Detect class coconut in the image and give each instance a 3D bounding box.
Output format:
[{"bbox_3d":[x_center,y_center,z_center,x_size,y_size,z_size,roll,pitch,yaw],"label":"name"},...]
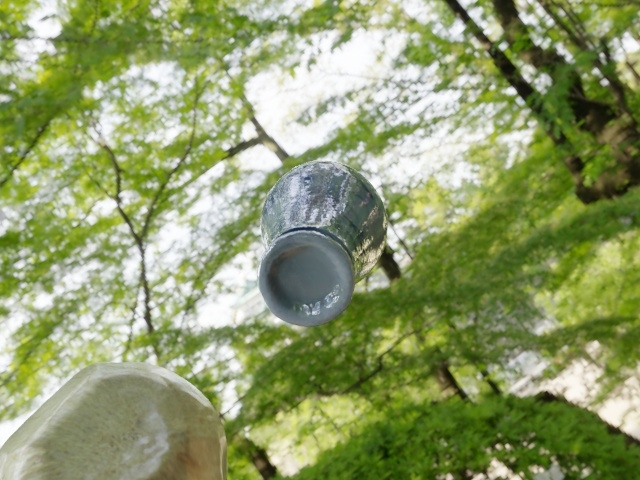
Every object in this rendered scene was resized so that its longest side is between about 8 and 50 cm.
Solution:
[{"bbox_3d":[-0.171,0.213,0.656,0.224,0.224,0.224,-35,-10,-7],"label":"coconut"}]

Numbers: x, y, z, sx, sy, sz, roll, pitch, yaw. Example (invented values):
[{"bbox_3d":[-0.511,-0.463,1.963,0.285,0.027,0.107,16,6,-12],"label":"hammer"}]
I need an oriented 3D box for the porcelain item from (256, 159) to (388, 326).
[{"bbox_3d":[0.000,0.000,0.819,0.141,0.141,0.259,-39,11,15],"label":"porcelain item"}]
